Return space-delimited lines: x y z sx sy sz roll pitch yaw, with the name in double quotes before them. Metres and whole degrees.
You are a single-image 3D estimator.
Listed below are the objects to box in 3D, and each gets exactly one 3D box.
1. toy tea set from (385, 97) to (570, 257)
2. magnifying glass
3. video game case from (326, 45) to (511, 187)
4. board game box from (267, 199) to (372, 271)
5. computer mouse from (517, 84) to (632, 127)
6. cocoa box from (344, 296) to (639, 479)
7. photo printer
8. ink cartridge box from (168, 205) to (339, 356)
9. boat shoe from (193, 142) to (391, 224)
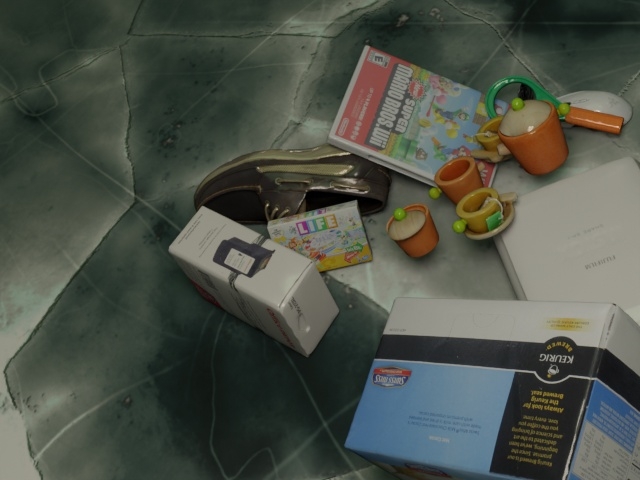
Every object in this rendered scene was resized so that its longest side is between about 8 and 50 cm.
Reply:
"toy tea set" 0.235 -0.112 1.533 0.336 0.124 0.200 -46 31 -21
"magnifying glass" 0.390 -0.217 1.660 0.230 0.026 0.092 16 86 21
"video game case" 0.175 -0.199 1.685 0.285 0.025 0.204 22 64 -2
"board game box" 0.000 0.000 1.646 0.154 0.103 0.026 -13 26 10
"computer mouse" 0.431 -0.229 1.687 0.192 0.042 0.106 0 58 19
"cocoa box" 0.249 0.223 1.265 0.347 0.231 0.228 -2 60 47
"photo printer" 0.414 0.047 1.471 0.256 0.107 0.308 -21 54 9
"ink cartridge box" -0.104 0.066 1.594 0.237 0.172 0.100 26 69 30
"boat shoe" -0.050 -0.078 1.696 0.355 0.132 0.130 -14 55 11
